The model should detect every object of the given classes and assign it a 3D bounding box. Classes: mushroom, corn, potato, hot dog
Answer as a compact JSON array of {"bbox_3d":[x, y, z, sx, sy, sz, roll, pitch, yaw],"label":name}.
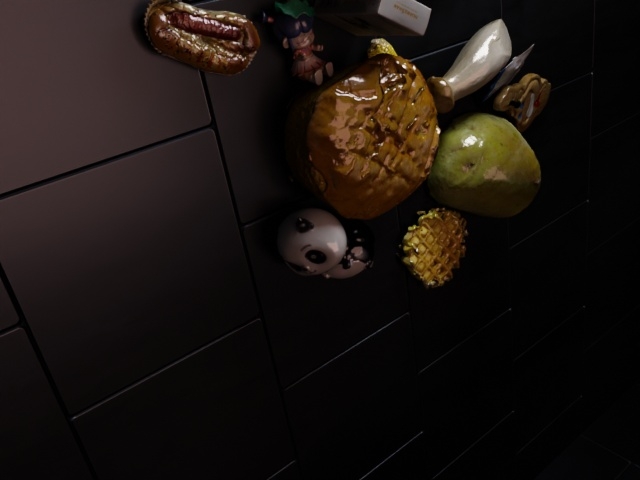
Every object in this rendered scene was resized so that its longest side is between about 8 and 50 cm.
[{"bbox_3d":[0.428,-0.491,1.684,0.350,0.128,0.128,-42,127,-14],"label":"mushroom"},{"bbox_3d":[0.182,-0.431,1.540,0.067,0.067,0.206,-52,129,-12],"label":"corn"},{"bbox_3d":[0.479,-0.204,1.761,0.280,0.212,0.331,-10,110,-36],"label":"potato"},{"bbox_3d":[-0.238,-0.411,1.211,0.252,0.069,0.131,4,103,-38],"label":"hot dog"}]

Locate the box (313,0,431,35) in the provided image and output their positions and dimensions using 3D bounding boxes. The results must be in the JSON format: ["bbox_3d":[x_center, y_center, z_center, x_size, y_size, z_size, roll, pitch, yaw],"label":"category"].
[{"bbox_3d":[0.110,-0.511,1.345,0.149,0.233,0.067,5,102,-39],"label":"box"}]

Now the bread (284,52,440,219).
[{"bbox_3d":[0.110,-0.249,1.451,0.398,0.215,0.398,-13,112,-36],"label":"bread"}]

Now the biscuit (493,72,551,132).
[{"bbox_3d":[0.634,-0.433,1.881,0.319,0.047,0.184,-1,112,-49],"label":"biscuit"}]

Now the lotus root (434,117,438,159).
[{"bbox_3d":[0.288,-0.281,1.667,0.089,0.080,0.179,-15,114,-36],"label":"lotus root"}]

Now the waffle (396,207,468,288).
[{"bbox_3d":[0.353,0.030,1.839,0.280,0.060,0.262,-12,112,-35],"label":"waffle"}]

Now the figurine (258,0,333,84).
[{"bbox_3d":[-0.052,-0.443,1.331,0.111,0.102,0.195,-44,131,-34],"label":"figurine"}]

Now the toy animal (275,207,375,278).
[{"bbox_3d":[0.003,0.008,1.477,0.235,0.187,0.165,8,67,-43],"label":"toy animal"}]

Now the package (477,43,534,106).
[{"bbox_3d":[0.547,-0.485,1.775,0.173,0.027,0.171,-38,170,-21],"label":"package"}]
